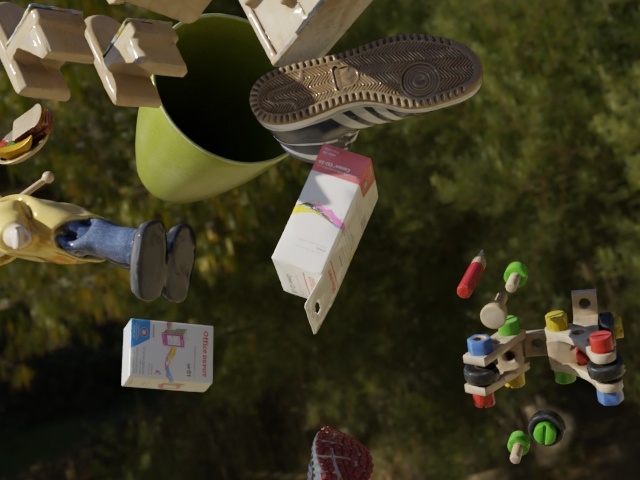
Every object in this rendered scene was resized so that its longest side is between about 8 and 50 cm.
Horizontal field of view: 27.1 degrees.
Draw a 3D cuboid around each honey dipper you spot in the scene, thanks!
[{"bbox_3d":[-0.465,-0.052,1.984,0.161,0.030,0.030,-38,-10,-11],"label":"honey dipper"}]

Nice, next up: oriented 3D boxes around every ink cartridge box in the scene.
[{"bbox_3d":[0.000,0.000,1.583,0.067,0.198,0.115,19,-19,14],"label":"ink cartridge box"},{"bbox_3d":[-0.215,0.163,1.879,0.122,0.088,0.052,7,-24,-19],"label":"ink cartridge box"}]

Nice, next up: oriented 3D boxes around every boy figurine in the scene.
[{"bbox_3d":[-0.277,0.002,1.366,0.285,0.092,0.177,6,-1,24],"label":"boy figurine"}]

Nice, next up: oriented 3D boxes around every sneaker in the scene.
[{"bbox_3d":[0.064,-0.170,1.655,0.282,0.099,0.153,-9,-21,7],"label":"sneaker"},{"bbox_3d":[0.005,0.328,1.706,0.088,0.225,0.092,30,-56,-9],"label":"sneaker"}]

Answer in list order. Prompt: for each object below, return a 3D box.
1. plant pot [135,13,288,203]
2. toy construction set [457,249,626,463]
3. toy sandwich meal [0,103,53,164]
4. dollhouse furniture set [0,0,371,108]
[{"bbox_3d":[-0.195,-0.184,2.218,0.275,0.274,0.293,-7,-20,-30],"label":"plant pot"},{"bbox_3d":[0.347,0.139,2.123,0.257,0.309,0.237,-30,11,28],"label":"toy construction set"},{"bbox_3d":[-0.348,-0.122,1.544,0.086,0.085,0.029,-20,-52,17],"label":"toy sandwich meal"},{"bbox_3d":[-0.157,-0.366,1.568,0.394,0.256,0.362,1,-38,-45],"label":"dollhouse furniture set"}]
